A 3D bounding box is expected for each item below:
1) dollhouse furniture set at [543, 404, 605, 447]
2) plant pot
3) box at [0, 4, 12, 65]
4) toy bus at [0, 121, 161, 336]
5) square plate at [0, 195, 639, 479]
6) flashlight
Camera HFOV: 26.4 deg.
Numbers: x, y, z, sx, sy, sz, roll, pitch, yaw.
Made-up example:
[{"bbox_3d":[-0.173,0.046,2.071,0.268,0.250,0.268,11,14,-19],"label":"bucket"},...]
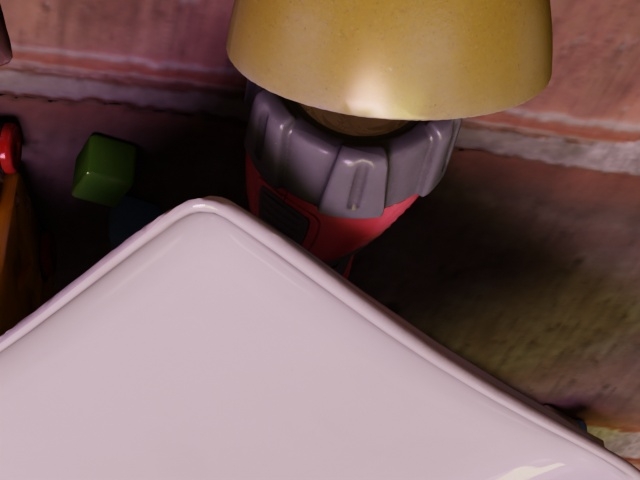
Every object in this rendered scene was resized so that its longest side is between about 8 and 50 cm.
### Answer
[{"bbox_3d":[0.012,0.204,0.930,0.303,0.198,0.286,-28,137,33],"label":"dollhouse furniture set"},{"bbox_3d":[0.031,-0.118,0.540,0.134,0.134,0.095,2,119,-4],"label":"plant pot"},{"bbox_3d":[-0.257,-0.179,0.382,0.191,0.143,0.381,-23,145,0],"label":"box"},{"bbox_3d":[-0.203,0.010,0.725,0.202,0.104,0.191,27,137,-34],"label":"toy bus"},{"bbox_3d":[-0.059,0.122,0.740,0.344,0.049,0.347,-31,133,29],"label":"square plate"},{"bbox_3d":[0.000,0.000,0.730,0.103,0.103,0.304,-1,151,-7],"label":"flashlight"}]
